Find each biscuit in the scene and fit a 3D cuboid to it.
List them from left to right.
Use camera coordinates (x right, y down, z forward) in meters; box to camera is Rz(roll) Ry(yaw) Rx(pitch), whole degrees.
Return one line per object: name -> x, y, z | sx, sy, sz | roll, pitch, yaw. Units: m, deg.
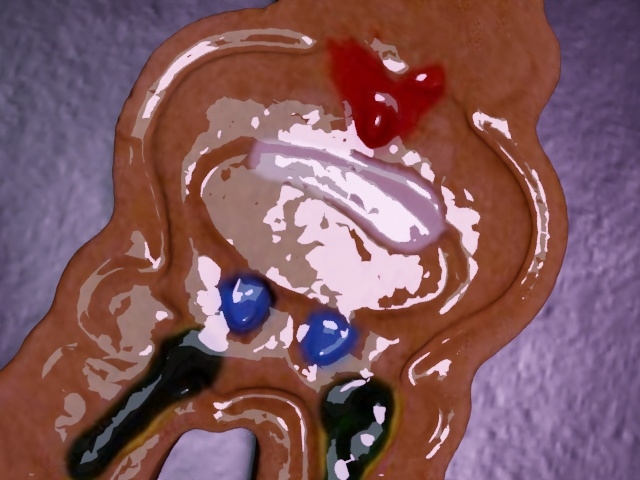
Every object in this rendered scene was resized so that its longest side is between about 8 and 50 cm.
biscuit -> 0.000, 0.000, 0.327 | 0.202, 0.047, 0.334 | 27, 80, -4
